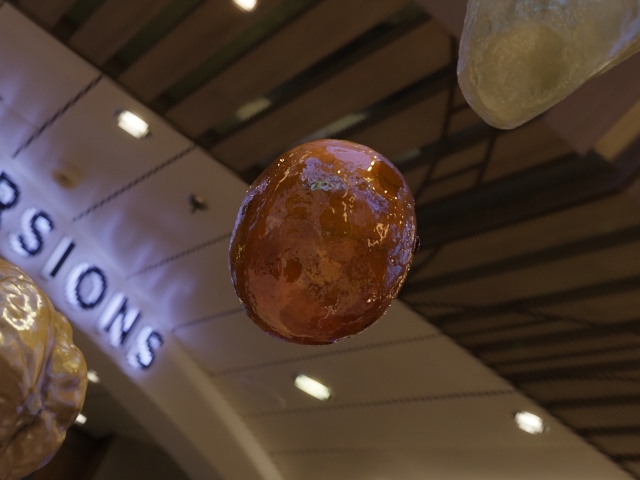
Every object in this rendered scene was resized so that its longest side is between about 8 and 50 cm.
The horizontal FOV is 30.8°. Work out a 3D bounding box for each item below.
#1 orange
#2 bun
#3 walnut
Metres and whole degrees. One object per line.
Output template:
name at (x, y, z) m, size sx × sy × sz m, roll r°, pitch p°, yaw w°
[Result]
orange at (0.000, 0.000, 1.557) m, size 0.226 × 0.284 × 0.284 m, roll 22°, pitch -21°, yaw -19°
bun at (0.342, -0.329, 1.697) m, size 0.227 × 0.349 × 0.352 m, roll 56°, pitch 17°, yaw 3°
walnut at (-0.358, 0.129, 1.118) m, size 0.257 × 0.257 × 0.224 m, roll 11°, pitch -20°, yaw 34°
